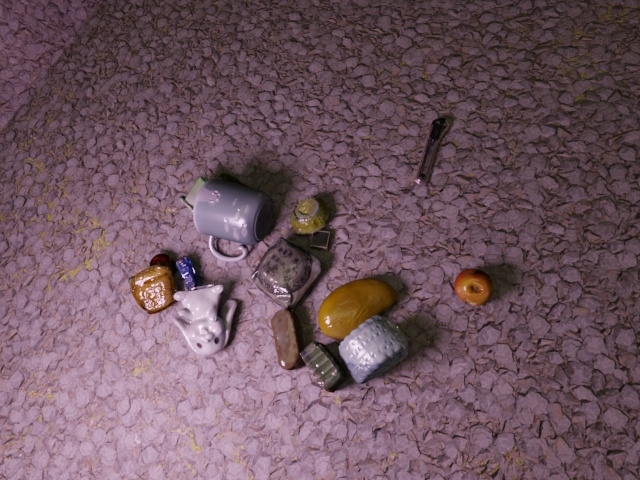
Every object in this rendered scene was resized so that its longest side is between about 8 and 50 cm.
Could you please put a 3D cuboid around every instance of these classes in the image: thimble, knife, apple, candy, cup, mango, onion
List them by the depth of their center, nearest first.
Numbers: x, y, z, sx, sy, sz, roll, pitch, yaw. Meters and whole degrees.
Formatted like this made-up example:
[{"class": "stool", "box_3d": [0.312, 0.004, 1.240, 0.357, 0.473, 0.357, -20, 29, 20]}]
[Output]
[{"class": "thimble", "box_3d": [0.196, 0.400, 1.521, 0.250, 0.205, 0.172, -40, 61, 12]}, {"class": "apple", "box_3d": [0.588, 0.176, 1.571, 0.146, 0.146, 0.146, -3, 69, 9]}, {"class": "mango", "box_3d": [0.132, 0.258, 1.627, 0.331, 0.142, 0.195, -38, 72, -13]}, {"class": "candy", "box_3d": [-0.127, 0.397, 1.637, 0.102, 0.104, 0.234, -19, 67, 9]}, {"class": "cup", "box_3d": [-0.374, -0.072, 1.801, 0.274, 0.259, 0.357, 14, 104, 15]}, {"class": "onion", "box_3d": [-0.714, 0.113, 1.851, 0.118, 0.118, 0.117, -44, 64, -7]}, {"class": "knife", "box_3d": [0.503, -0.410, 1.852, 0.089, 0.043, 0.365, 17, 74, 17]}]

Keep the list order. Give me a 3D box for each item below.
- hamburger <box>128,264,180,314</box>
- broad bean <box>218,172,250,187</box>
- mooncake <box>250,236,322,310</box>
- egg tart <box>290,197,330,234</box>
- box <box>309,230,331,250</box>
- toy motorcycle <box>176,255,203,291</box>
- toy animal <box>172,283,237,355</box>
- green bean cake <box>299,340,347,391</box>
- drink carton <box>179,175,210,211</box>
[{"class": "hamburger", "box_3d": [-0.709, 0.216, 1.761, 0.183, 0.130, 0.206, -23, 108, -9]}, {"class": "broad bean", "box_3d": [-0.377, -0.252, 1.957, 0.297, 0.043, 0.060, 30, 66, 18]}, {"class": "mooncake", "box_3d": [-0.148, 0.134, 1.721, 0.254, 0.136, 0.250, 30, 74, 19]}, {"class": "egg tart", "box_3d": [-0.055, -0.122, 1.816, 0.197, 0.078, 0.197, -10, 51, 13]}, {"class": "box", "box_3d": [0.000, 0.000, 1.796, 0.079, 0.035, 0.083, 7, 71, 13]}, {"class": "toy motorcycle", "box_3d": [-0.580, 0.144, 1.808, 0.076, 0.114, 0.205, -27, 67, -1]}, {"class": "toy animal", "box_3d": [-0.489, 0.322, 1.699, 0.249, 0.174, 0.289, 10, 70, 1]}, {"class": "green bean cake", "box_3d": [0.018, 0.472, 1.544, 0.094, 0.173, 0.181, -40, 65, -4]}, {"class": "drink carton", "box_3d": [-0.544, -0.210, 1.895, 0.144, 0.146, 0.142, 41, 101, 22]}]
